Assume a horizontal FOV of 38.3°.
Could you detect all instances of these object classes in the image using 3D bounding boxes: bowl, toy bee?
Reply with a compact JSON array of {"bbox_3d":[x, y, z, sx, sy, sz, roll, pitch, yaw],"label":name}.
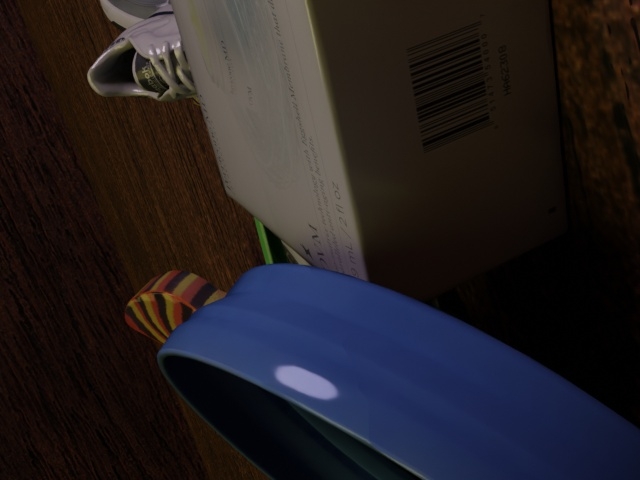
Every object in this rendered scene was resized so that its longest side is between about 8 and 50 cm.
[{"bbox_3d":[0.084,0.154,0.537,0.391,0.077,0.391,32,161,13],"label":"bowl"},{"bbox_3d":[-0.084,0.114,1.125,0.162,0.298,0.195,-57,18,38],"label":"toy bee"}]

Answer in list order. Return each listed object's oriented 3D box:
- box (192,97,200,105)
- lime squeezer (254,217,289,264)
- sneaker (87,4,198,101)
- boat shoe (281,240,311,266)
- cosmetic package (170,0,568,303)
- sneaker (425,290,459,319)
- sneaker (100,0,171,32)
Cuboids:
[{"bbox_3d":[-0.082,-0.156,0.886,0.169,0.054,0.059,32,142,61],"label":"box"},{"bbox_3d":[-0.001,0.068,0.752,0.310,0.058,0.110,55,154,5],"label":"lime squeezer"},{"bbox_3d":[-0.083,-0.147,0.733,0.235,0.095,0.090,-2,115,40],"label":"sneaker"},{"bbox_3d":[0.000,0.000,0.833,0.229,0.080,0.076,55,159,8],"label":"boat shoe"},{"bbox_3d":[0.013,-0.112,0.547,0.224,0.138,0.224,40,149,56],"label":"cosmetic package"},{"bbox_3d":[0.045,0.012,0.732,0.162,0.063,0.073,64,165,5],"label":"sneaker"},{"bbox_3d":[-0.198,-0.332,0.900,0.295,0.123,0.178,52,167,39],"label":"sneaker"}]
